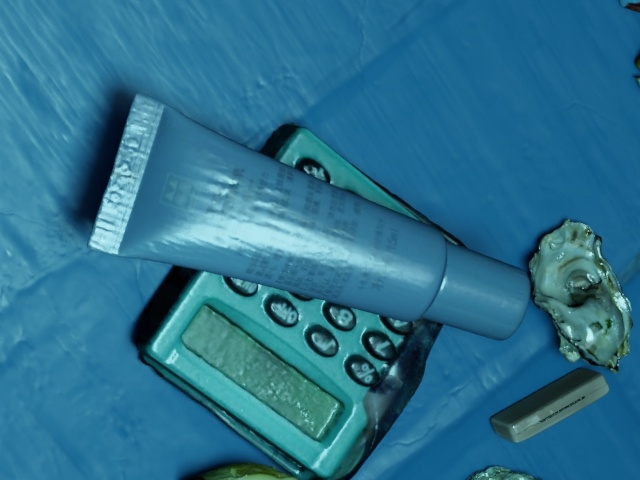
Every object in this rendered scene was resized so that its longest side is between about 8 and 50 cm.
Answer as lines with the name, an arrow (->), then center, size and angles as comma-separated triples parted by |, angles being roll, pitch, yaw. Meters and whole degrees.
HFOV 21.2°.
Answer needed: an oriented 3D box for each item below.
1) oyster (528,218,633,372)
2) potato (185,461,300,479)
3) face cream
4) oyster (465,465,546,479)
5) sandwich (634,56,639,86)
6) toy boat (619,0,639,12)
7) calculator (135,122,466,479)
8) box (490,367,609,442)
oyster -> 0.252, 0.068, 1.659 | 0.108, 0.053, 0.165 | -41, 104, -41
potato -> -0.069, 0.239, 1.542 | 0.103, 0.066, 0.096 | -5, 114, -27
face cream -> 0.000, 0.000, 1.469 | 0.385, 0.086, 0.135 | 19, 85, -19
oyster -> 0.169, 0.268, 1.660 | 0.098, 0.037, 0.100 | 22, 89, -23
sandwich -> 0.418, -0.178, 1.606 | 0.128, 0.236, 0.122 | -27, 100, -30
toy boat -> 0.472, -0.296, 1.696 | 0.392, 0.079, 0.136 | -11, 103, -18
calculator -> -0.004, 0.060, 1.548 | 0.248, 0.058, 0.274 | 38, 81, -23
box -> 0.223, 0.160, 1.662 | 0.115, 0.048, 0.025 | -26, 102, -19
